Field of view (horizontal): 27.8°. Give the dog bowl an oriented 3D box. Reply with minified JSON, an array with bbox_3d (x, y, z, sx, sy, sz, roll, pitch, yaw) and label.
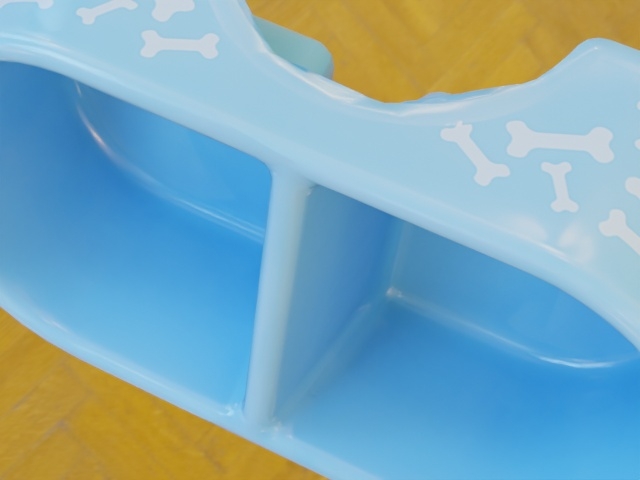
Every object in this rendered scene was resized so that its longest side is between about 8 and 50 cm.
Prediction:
[{"bbox_3d":[0.000,0.000,0.398,0.297,0.166,0.074,23,49,12],"label":"dog bowl"}]
